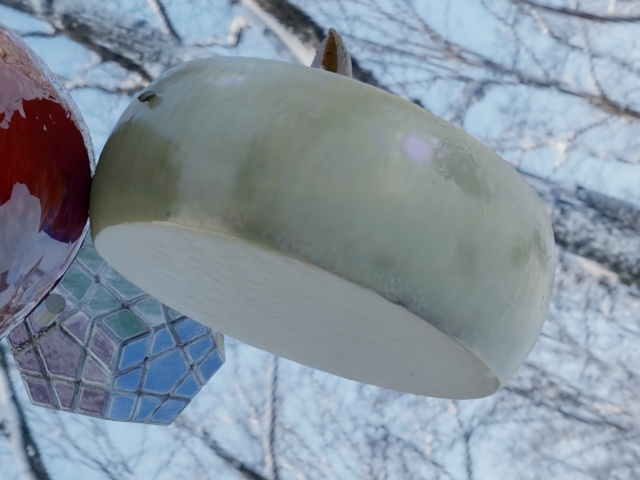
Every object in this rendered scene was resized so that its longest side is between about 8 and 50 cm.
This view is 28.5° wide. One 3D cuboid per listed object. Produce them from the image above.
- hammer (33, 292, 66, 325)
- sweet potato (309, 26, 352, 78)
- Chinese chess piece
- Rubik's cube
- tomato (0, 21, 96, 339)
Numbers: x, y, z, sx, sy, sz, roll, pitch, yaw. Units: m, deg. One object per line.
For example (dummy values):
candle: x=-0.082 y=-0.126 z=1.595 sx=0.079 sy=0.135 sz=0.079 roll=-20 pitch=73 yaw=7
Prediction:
hammer: x=-0.241 y=0.017 z=1.081 sx=0.019 sy=0.110 sz=0.035 roll=-5 pitch=-20 yaw=-32
sweet potato: x=0.006 y=-0.113 z=0.888 sx=0.034 sy=0.034 sz=0.095 roll=-52 pitch=-16 yaw=-28
Chinese chess piece: x=0.000 y=0.000 z=0.719 sx=0.102 sy=0.273 sz=0.273 roll=-70 pitch=-27 yaw=-17
Rubik's cube: x=-0.281 y=0.110 z=1.740 sx=0.319 sy=0.264 sz=0.319 roll=-24 pitch=-46 yaw=-28
tomato: x=-0.244 y=-0.002 z=0.701 sx=0.290 sy=0.176 sz=0.335 roll=-58 pitch=-17 yaw=-4
